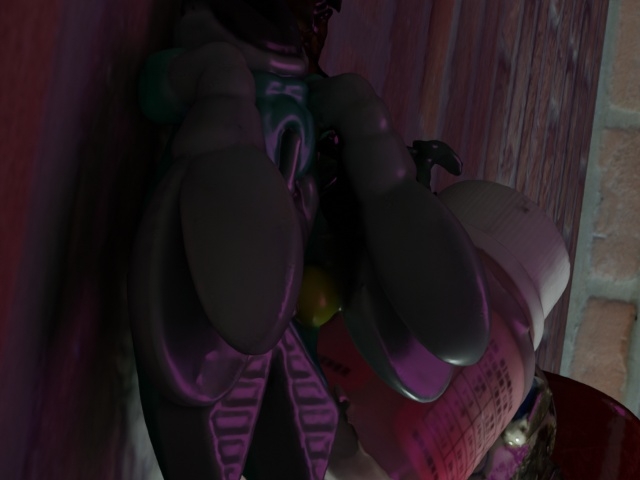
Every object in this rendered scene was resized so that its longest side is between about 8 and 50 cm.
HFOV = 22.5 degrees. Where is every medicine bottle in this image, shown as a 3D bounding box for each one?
[{"bbox_3d":[0.047,0.071,0.930,0.247,0.147,0.147,-46,144,-40],"label":"medicine bottle"}]

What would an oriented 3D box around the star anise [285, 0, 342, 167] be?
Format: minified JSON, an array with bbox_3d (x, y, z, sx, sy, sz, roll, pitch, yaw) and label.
[{"bbox_3d":[-0.016,-0.080,0.899,0.157,0.053,0.212,82,19,-44],"label":"star anise"}]

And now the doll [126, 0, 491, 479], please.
[{"bbox_3d":[-0.030,-0.008,0.729,0.195,0.153,0.258,-30,105,-38],"label":"doll"}]

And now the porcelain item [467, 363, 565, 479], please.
[{"bbox_3d":[0.039,0.163,1.033,0.288,0.186,0.138,-55,147,-37],"label":"porcelain item"}]

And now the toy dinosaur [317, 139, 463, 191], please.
[{"bbox_3d":[0.041,-0.046,1.101,0.292,0.079,0.120,-54,154,-57],"label":"toy dinosaur"}]

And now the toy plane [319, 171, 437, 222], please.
[{"bbox_3d":[0.000,0.000,0.884,0.053,0.078,0.197,51,49,-7],"label":"toy plane"}]

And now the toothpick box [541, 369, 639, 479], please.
[{"bbox_3d":[0.117,0.281,1.157,0.204,0.204,0.333,76,25,-55],"label":"toothpick box"}]
